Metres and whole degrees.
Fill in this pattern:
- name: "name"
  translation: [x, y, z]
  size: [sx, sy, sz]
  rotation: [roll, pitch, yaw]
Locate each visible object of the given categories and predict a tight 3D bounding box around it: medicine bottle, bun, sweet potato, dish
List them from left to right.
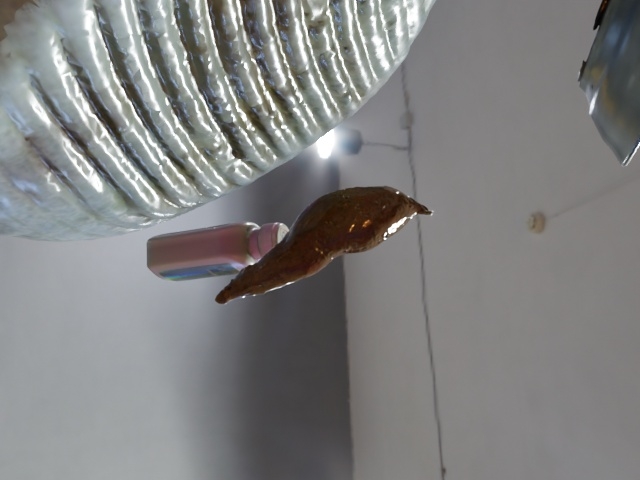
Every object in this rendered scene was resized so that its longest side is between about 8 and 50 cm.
- name: "bun"
  translation: [-0.094, -0.159, 0.430]
  size: [0.211, 0.361, 0.362]
  rotation: [57, -36, 21]
- name: "medicine bottle"
  translation: [-0.154, 0.016, 1.118]
  size: [0.115, 0.219, 0.078]
  rotation: [26, 59, -65]
- name: "sweet potato"
  translation: [0.000, -0.006, 0.664]
  size: [0.068, 0.226, 0.068]
  rotation: [61, -11, 21]
- name: "dish"
  translation: [0.388, -0.253, 0.861]
  size: [0.316, 0.106, 0.317]
  rotation: [-53, 157, -35]
